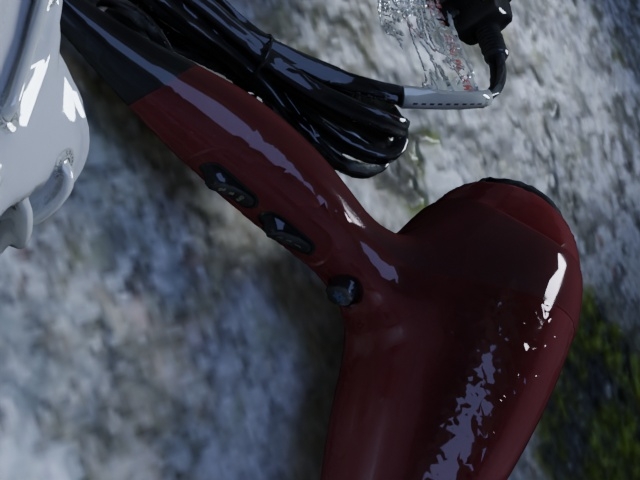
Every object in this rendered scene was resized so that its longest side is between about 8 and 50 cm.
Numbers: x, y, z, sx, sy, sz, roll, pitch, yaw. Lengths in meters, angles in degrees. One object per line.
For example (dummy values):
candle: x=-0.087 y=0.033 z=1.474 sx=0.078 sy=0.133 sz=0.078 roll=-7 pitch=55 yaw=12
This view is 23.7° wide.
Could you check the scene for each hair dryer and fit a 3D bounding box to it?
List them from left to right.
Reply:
hair dryer: x=0.000 y=0.000 z=0.558 sx=0.224 sy=0.080 sz=0.293 roll=-2 pitch=70 yaw=-33

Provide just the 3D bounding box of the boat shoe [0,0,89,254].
boat shoe: x=-0.103 y=-0.036 z=0.416 sx=0.084 sy=0.095 sz=0.258 roll=25 pitch=58 yaw=-36
